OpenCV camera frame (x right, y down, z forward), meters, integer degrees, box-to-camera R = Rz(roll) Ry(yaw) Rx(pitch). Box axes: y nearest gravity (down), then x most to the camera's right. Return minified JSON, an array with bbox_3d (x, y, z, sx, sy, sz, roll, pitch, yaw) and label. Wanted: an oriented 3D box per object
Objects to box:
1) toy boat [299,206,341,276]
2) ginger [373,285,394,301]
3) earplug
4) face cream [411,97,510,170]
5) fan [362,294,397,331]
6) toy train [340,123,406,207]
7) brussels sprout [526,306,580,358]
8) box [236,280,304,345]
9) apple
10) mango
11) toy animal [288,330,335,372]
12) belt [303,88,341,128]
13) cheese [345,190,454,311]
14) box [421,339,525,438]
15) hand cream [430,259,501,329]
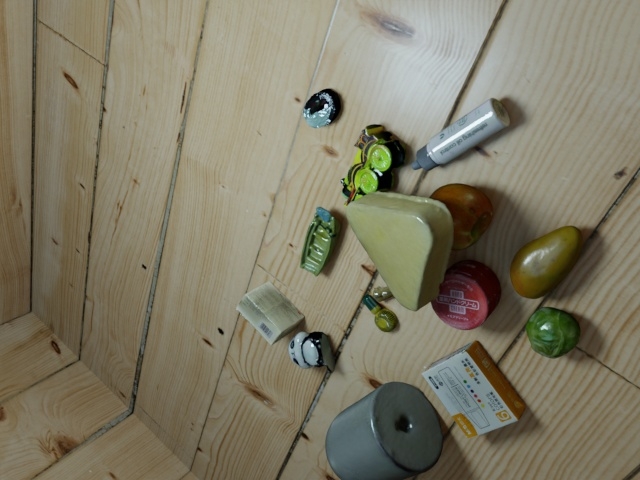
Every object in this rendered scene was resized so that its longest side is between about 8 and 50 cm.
[{"bbox_3d":[0.004,-0.003,2.003,0.111,0.084,0.276,30,128,20],"label":"toy boat"},{"bbox_3d":[0.227,0.180,1.937,0.137,0.044,0.058,-22,77,39],"label":"ginger"},{"bbox_3d":[0.197,0.727,2.019,0.313,0.312,0.394,51,131,8],"label":"earplug"},{"bbox_3d":[0.379,-0.282,1.590,0.311,0.092,0.092,-31,89,42],"label":"face cream"},{"bbox_3d":[0.204,0.258,1.988,0.155,0.039,0.082,49,130,11],"label":"fan"},{"bbox_3d":[0.156,-0.217,1.783,0.160,0.100,0.296,44,131,23],"label":"toy train"},{"bbox_3d":[0.657,0.262,1.596,0.155,0.117,0.155,7,105,29],"label":"brussels sprout"},{"bbox_3d":[-0.197,0.283,2.216,0.212,0.168,0.095,44,125,14],"label":"box"},{"bbox_3d":[0.385,-0.071,1.613,0.196,0.196,0.196,15,118,32],"label":"apple"},{"bbox_3d":[0.615,0.055,1.540,0.138,0.113,0.253,41,126,15],"label":"mango"},{"bbox_3d":[-0.042,0.436,2.186,0.179,0.138,0.166,-7,89,34],"label":"toy animal"},{"bbox_3d":[0.006,-0.429,1.831,0.105,0.058,0.140,51,127,0],"label":"belt"},{"bbox_3d":[0.249,0.000,1.589,0.384,0.104,0.384,43,149,34],"label":"cheese"},{"bbox_3d":[0.497,0.489,1.831,0.274,0.091,0.221,52,131,8],"label":"box"},{"bbox_3d":[0.443,0.164,1.710,0.193,0.125,0.193,14,117,31],"label":"hand cream"}]
